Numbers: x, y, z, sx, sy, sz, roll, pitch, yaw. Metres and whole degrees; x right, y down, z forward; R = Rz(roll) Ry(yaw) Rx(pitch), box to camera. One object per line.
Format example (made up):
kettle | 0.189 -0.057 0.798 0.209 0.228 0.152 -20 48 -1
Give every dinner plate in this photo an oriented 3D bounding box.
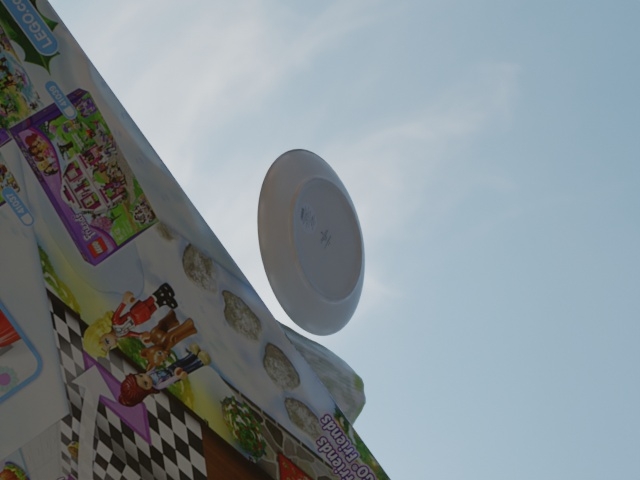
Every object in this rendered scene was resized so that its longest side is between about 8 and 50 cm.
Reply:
dinner plate | 0.000 0.000 0.872 0.017 0.141 0.141 -12 -118 33

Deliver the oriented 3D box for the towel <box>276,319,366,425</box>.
towel | -0.192 0.067 0.840 0.374 0.320 0.090 -20 -131 57

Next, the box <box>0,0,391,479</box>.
box | -0.095 0.082 0.330 0.201 0.293 0.057 -35 180 -22
